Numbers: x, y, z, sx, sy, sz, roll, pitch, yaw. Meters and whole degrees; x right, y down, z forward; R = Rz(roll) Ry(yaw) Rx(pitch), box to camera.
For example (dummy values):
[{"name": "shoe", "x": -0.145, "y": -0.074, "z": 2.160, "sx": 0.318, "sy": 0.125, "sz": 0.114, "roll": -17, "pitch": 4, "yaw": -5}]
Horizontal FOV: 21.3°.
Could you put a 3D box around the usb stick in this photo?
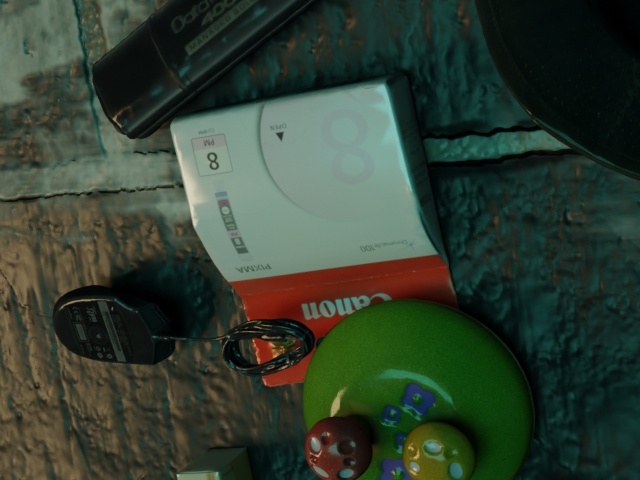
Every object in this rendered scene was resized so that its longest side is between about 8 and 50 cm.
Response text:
[{"name": "usb stick", "x": -0.067, "y": -0.175, "z": 1.287, "sx": 0.278, "sy": 0.045, "sz": 0.077, "roll": -35, "pitch": 73, "yaw": 27}]

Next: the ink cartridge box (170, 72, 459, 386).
[{"name": "ink cartridge box", "x": 0.000, "y": 0.000, "z": 1.304, "sx": 0.189, "sy": 0.066, "sz": 0.232, "roll": -9, "pitch": 97, "yaw": 25}]

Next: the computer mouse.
[{"name": "computer mouse", "x": -0.111, "y": 0.069, "z": 1.368, "sx": 0.242, "sy": 0.041, "sz": 0.071, "roll": 5, "pitch": 124, "yaw": 25}]

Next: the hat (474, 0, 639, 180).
[{"name": "hat", "x": 0.251, "y": -0.195, "z": 1.098, "sx": 0.331, "sy": 0.134, "sz": 0.331, "roll": 0, "pitch": 89, "yaw": 16}]

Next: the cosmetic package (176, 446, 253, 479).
[{"name": "cosmetic package", "x": -0.078, "y": 0.234, "z": 1.398, "sx": 0.041, "sy": 0.060, "sz": 0.115, "roll": -6, "pitch": 103, "yaw": 24}]

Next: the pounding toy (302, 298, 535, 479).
[{"name": "pounding toy", "x": 0.074, "y": 0.169, "z": 1.274, "sx": 0.183, "sy": 0.110, "sz": 0.237, "roll": -29, "pitch": 98, "yaw": 27}]
